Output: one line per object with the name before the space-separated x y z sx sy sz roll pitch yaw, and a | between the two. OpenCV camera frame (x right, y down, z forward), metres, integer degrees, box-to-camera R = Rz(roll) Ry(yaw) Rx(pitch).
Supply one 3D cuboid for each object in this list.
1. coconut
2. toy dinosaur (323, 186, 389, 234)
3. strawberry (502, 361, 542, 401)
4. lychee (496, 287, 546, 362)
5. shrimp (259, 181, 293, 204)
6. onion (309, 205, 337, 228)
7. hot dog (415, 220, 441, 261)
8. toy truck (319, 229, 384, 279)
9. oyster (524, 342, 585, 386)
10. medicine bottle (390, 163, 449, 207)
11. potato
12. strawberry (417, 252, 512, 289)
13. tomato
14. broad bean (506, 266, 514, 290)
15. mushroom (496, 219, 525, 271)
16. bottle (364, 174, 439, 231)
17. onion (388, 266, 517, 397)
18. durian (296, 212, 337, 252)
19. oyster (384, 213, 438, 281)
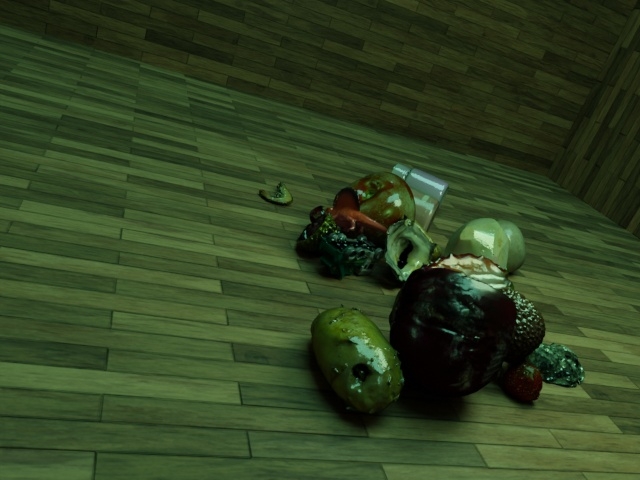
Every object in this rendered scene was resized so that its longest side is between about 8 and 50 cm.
coconut | 0.525 0.035 1.926 0.197 0.237 0.236 10 11 43
toy dinosaur | 0.111 -0.093 1.760 0.070 0.139 0.286 9 -2 -45
strawberry | 0.505 0.344 1.420 0.106 0.106 0.106 17 23 -8
lychee | 0.474 0.221 1.453 0.194 0.195 0.194 17 23 -8
shrimp | -0.167 -0.175 2.083 0.124 0.034 0.178 5 32 -18
onion | 0.007 -0.066 1.916 0.107 0.097 0.107 50 -3 4
hot dog | 0.324 -0.042 2.045 0.087 0.061 0.286 -31 81 -34
toy truck | 0.083 0.049 1.699 0.215 0.116 0.110 4 29 -49
oyster | 0.637 0.331 1.599 0.252 0.087 0.199 31 27 -3
medicine bottle | 0.434 -0.239 2.561 0.254 0.152 0.152 27 24 16
potato | 0.071 0.243 1.223 0.172 0.140 0.300 18 21 -24
strawberry | 0.407 0.169 1.675 0.335 0.149 0.265 1 46 -15
tomato | 0.194 -0.089 1.917 0.270 0.223 0.270 -16 40 14
broad bean | 0.642 0.161 1.975 0.048 0.071 0.214 5 32 7
mushroom | 0.675 0.026 2.175 0.204 0.204 0.204 17 23 -8
bottle | 0.289 -0.140 2.166 0.296 0.206 0.173 26 68 14
onion | 0.287 0.225 1.291 0.281 0.260 0.337 20 -16 3
durian | 0.003 0.001 1.738 0.108 0.186 0.119 41 63 -12
oyster | 0.271 0.039 1.798 0.100 0.271 0.275 12 47 35
